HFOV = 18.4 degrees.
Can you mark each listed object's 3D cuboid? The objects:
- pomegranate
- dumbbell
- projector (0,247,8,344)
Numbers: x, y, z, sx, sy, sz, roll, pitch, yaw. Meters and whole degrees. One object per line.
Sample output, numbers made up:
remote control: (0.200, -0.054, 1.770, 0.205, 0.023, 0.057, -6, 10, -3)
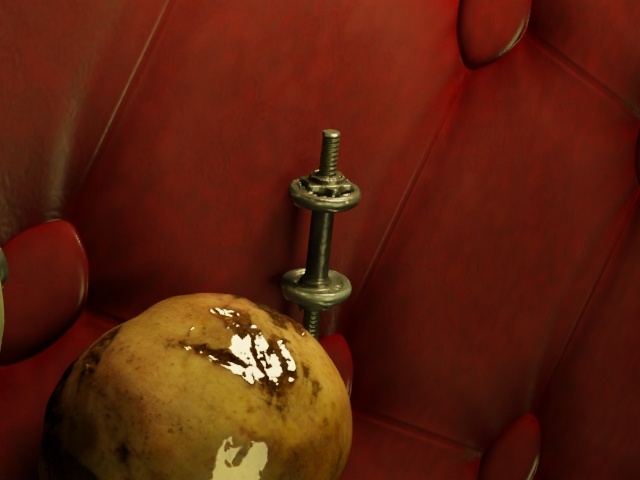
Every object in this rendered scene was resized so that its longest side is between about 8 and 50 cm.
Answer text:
pomegranate: (-0.126, 0.203, 1.958, 0.322, 0.322, 0.322, -28, 130, -39)
dumbbell: (0.000, 0.000, 2.160, 0.082, 0.082, 0.254, -18, 123, -44)
projector: (-0.370, 0.052, 1.732, 0.193, 0.088, 0.269, -33, 134, -37)
